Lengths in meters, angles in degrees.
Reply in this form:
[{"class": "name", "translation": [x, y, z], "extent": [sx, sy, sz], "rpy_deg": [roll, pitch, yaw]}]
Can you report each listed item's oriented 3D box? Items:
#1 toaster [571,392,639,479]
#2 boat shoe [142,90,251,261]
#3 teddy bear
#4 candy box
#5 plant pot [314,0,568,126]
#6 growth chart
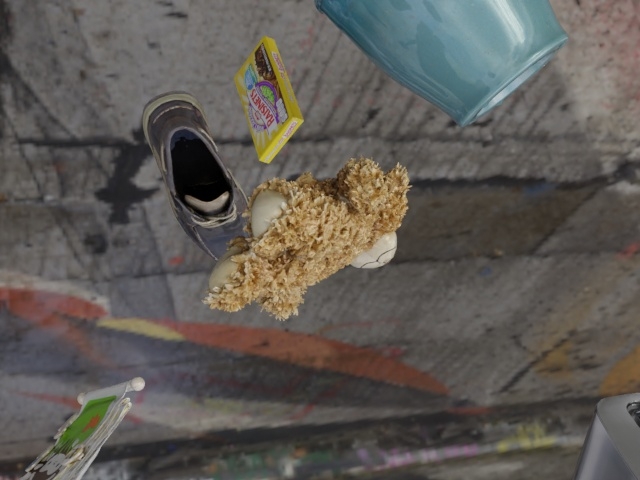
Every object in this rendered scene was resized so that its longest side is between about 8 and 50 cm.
[{"class": "toaster", "translation": [0.292, 0.204, 0.796], "extent": [0.185, 0.168, 0.110], "rpy_deg": [-5, 123, -13]}, {"class": "boat shoe", "translation": [-0.202, -0.078, 1.751], "extent": [0.132, 0.130, 0.355], "rpy_deg": [-24, 126, 1]}, {"class": "teddy bear", "translation": [0.000, 0.000, 1.194], "extent": [0.245, 0.113, 0.338], "rpy_deg": [-54, 163, 8]}, {"class": "candy box", "translation": [-0.090, -0.237, 1.736], "extent": [0.027, 0.206, 0.105], "rpy_deg": [12, 133, -34]}, {"class": "plant pot", "translation": [0.175, -0.298, 1.360], "extent": [0.271, 0.255, 0.271], "rpy_deg": [-38, 176, -3]}, {"class": "growth chart", "translation": [-0.291, 0.243, 1.172], "extent": [0.172, 0.237, 0.021], "rpy_deg": [-25, 113, 40]}]
